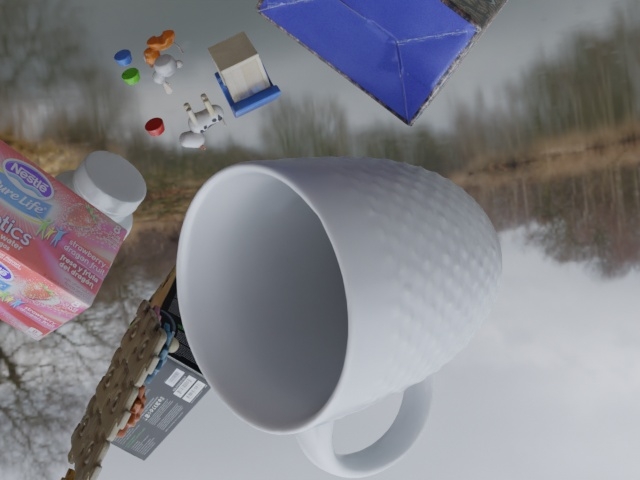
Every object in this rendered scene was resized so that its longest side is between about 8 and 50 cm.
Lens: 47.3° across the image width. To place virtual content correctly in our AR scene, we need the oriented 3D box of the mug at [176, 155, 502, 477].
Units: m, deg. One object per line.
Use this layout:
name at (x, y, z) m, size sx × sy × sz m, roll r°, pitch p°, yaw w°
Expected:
mug at (0.051, 0.088, 0.845) m, size 0.328 × 0.374 × 0.276 m, roll -9°, pitch -171°, yaw -44°

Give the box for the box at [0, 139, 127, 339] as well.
box at (-0.429, -0.022, 0.947) m, size 0.300 × 0.142 × 0.154 m, roll 39°, pitch 133°, yaw -26°

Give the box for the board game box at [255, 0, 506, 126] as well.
board game box at (0.094, -0.304, 0.934) m, size 0.141 × 0.232 × 0.291 m, roll -53°, pitch 180°, yaw 31°

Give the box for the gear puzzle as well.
gear puzzle at (-0.289, 0.257, 1.009) m, size 0.044 × 0.339 × 0.175 m, roll 27°, pitch -179°, yaw -26°

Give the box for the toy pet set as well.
toy pet set at (-0.099, -0.127, 0.623) m, size 0.114 × 0.122 × 0.065 m, roll -26°, pitch 141°, yaw -4°

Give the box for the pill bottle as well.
pill bottle at (-0.482, -0.026, 1.434) m, size 0.318 × 0.176 × 0.176 m, roll -42°, pitch 162°, yaw 29°

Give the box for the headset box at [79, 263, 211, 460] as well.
headset box at (-0.258, 0.182, 1.256) m, size 0.246 × 0.131 × 0.283 m, roll -48°, pitch -164°, yaw 31°
